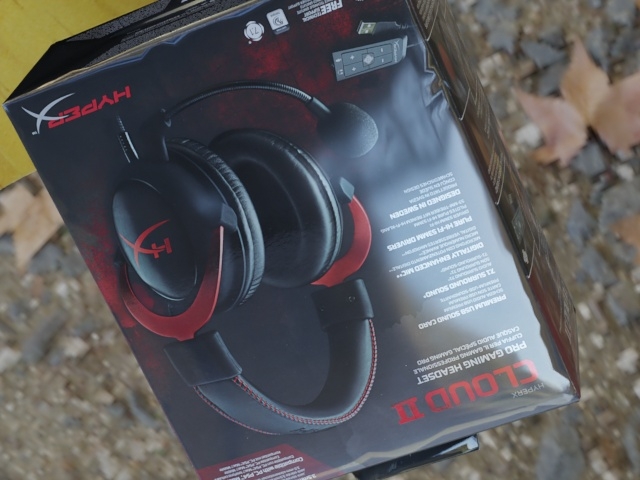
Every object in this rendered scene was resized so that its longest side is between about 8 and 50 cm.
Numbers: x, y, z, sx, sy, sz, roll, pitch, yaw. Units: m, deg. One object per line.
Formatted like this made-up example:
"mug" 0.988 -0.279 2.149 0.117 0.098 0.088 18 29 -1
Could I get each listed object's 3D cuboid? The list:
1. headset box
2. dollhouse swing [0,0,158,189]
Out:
"headset box" 0.000 0.000 0.900 0.218 0.293 0.110 -19 21 15
"dollhouse swing" -0.162 -0.262 1.183 0.347 0.315 0.305 -30 50 5
